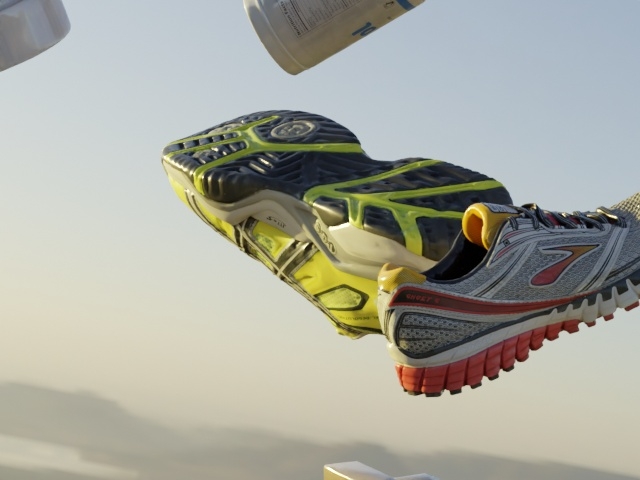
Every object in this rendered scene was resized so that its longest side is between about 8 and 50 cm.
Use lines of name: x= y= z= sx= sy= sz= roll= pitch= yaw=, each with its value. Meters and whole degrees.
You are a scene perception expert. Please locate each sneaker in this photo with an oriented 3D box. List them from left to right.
sneaker: x=0.000 y=0.000 z=1.383 sx=0.145 sy=0.147 sz=0.384 roll=-24 pitch=30 yaw=-28
sneaker: x=0.138 y=0.011 z=1.081 sx=0.225 sy=0.093 sz=0.088 roll=-26 pitch=11 yaw=-14

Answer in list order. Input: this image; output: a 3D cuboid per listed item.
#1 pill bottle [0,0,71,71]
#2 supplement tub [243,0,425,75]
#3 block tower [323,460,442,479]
pill bottle: x=-0.233 y=-0.210 z=1.044 sx=0.121 sy=0.221 sz=0.121 roll=-17 pitch=21 yaw=7
supplement tub: x=0.011 y=-0.163 z=1.156 sx=0.107 sy=0.071 sz=0.071 roll=-29 pitch=-21 yaw=18
block tower: x=0.061 y=0.330 z=1.265 sx=0.097 sy=0.336 sz=0.091 roll=-4 pitch=7 yaw=-28
